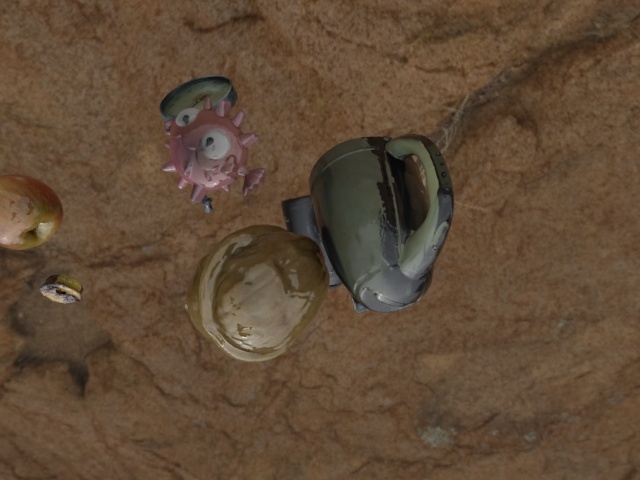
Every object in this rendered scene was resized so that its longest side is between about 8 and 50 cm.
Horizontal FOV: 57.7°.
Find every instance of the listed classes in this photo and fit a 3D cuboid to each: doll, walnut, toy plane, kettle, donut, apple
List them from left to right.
[{"bbox_3d":[-0.787,-0.075,1.513,0.164,0.209,0.209,40,127,12],"label":"apple"},{"bbox_3d":[-0.885,0.166,1.997,0.140,0.059,0.140,5,143,4],"label":"donut"},{"bbox_3d":[-0.293,-0.106,1.462,0.031,0.078,0.083,-26,95,2],"label":"toy plane"},{"bbox_3d":[-0.221,-0.180,1.182,0.262,0.093,0.211,40,104,18],"label":"doll"},{"bbox_3d":[-0.133,0.107,1.199,0.296,0.285,0.285,5,144,49],"label":"walnut"},{"bbox_3d":[0.000,0.000,1.754,0.207,0.268,0.290,-14,97,-21],"label":"kettle"},{"bbox_3d":[0.133,-0.037,1.083,0.228,0.324,0.321,15,134,-29],"label":"kettle"}]

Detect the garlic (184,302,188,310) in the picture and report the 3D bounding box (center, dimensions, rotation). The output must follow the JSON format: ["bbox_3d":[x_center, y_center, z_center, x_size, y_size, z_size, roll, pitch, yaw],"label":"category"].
[{"bbox_3d":[-0.329,0.172,1.596,0.113,0.074,0.094,-26,139,27],"label":"garlic"}]

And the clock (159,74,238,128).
[{"bbox_3d":[-0.346,-0.393,1.641,0.226,0.226,0.049,-11,130,9],"label":"clock"}]
